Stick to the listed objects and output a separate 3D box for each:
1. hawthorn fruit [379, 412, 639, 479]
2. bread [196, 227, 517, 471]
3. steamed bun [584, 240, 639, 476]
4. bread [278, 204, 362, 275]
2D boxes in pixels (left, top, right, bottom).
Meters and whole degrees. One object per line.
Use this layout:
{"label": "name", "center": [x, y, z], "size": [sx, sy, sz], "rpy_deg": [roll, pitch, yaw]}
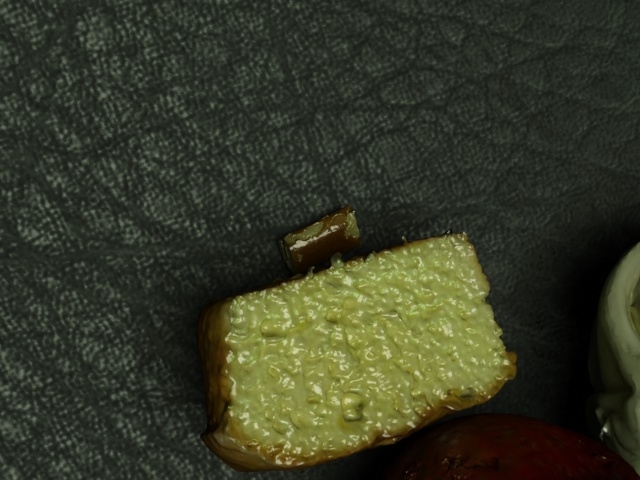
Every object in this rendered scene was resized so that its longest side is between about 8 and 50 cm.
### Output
{"label": "hawthorn fruit", "center": [0.182, 0.301, 1.253], "size": [0.315, 0.316, 0.316], "rpy_deg": [-1, 93, -16]}
{"label": "bread", "center": [0.006, 0.112, 1.300], "size": [0.340, 0.179, 0.194], "rpy_deg": [-15, 92, -31]}
{"label": "steamed bun", "center": [0.420, 0.121, 1.375], "size": [0.342, 0.255, 0.368], "rpy_deg": [-17, 132, -7]}
{"label": "bread", "center": [0.000, 0.000, 1.372], "size": [0.083, 0.036, 0.047], "rpy_deg": [-24, 114, -14]}
